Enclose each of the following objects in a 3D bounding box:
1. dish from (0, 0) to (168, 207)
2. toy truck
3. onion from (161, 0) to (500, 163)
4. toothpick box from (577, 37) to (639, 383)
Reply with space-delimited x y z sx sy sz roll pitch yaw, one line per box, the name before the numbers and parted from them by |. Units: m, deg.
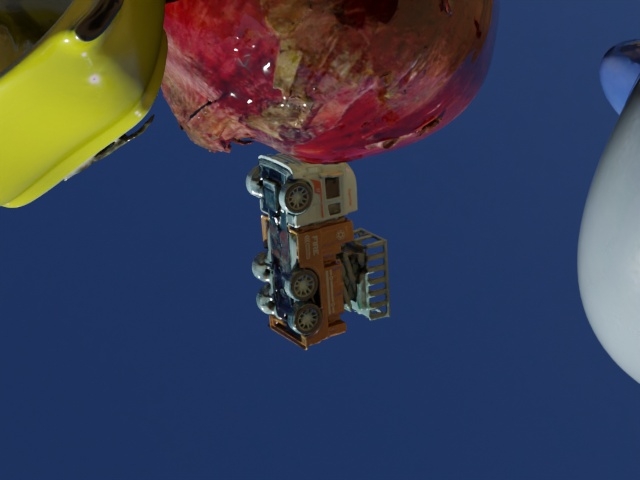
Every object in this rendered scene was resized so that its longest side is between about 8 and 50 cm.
dish | -0.173 -0.107 0.948 0.108 0.262 0.221 40 -144 -36
toy truck | 0.001 0.000 1.491 0.115 0.177 0.080 -15 -157 -27
onion | -0.012 -0.170 1.070 0.276 0.276 0.276 18 -130 -22
toothpick box | 0.264 0.016 0.649 0.355 0.263 0.263 34 -139 23
